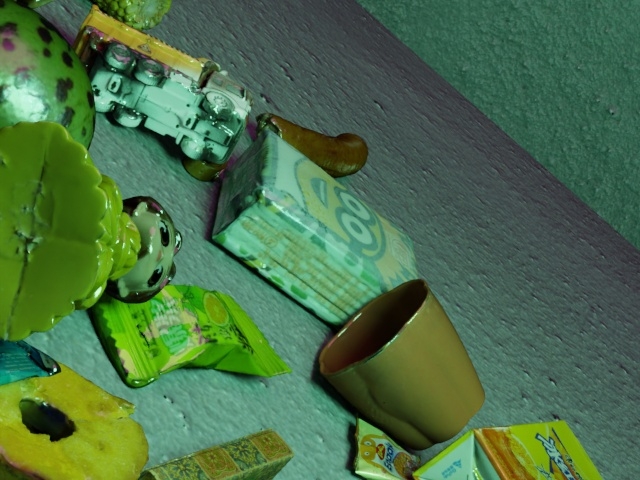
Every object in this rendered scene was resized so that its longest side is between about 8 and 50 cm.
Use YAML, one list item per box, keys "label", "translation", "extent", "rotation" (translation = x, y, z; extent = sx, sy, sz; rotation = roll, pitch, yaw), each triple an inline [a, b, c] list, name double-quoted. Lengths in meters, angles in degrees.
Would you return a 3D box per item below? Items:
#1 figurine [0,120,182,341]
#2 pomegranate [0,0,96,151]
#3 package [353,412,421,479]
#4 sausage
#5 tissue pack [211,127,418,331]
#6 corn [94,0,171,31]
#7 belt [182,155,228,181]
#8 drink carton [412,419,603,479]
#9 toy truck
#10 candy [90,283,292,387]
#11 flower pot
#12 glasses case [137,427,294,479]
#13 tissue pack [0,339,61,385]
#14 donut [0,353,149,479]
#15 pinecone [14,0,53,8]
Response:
- label: "figurine"
  translation: [-0.221, 0.002, 1.182]
  extent: [0.315, 0.168, 0.187]
  rotation: [16, 58, -75]
- label: "pomegranate"
  translation: [-0.373, -0.127, 1.202]
  extent: [0.242, 0.242, 0.306]
  rotation: [46, 32, 8]
- label: "package"
  translation: [0.086, 0.282, 1.491]
  extent: [0.121, 0.031, 0.108]
  rotation: [36, 23, -15]
- label: "sausage"
  translation: [-0.004, -0.158, 2.065]
  extent: [0.302, 0.076, 0.103]
  rotation: [9, 41, -54]
- label: "tissue pack"
  translation: [0.000, 0.000, 1.729]
  extent: [0.311, 0.128, 0.228]
  rotation: [37, 23, -18]
- label: "corn"
  translation: [-0.395, -0.514, 1.964]
  extent: [0.387, 0.144, 0.144]
  rotation: [45, 22, 8]
- label: "belt"
  translation: [-0.170, -0.118, 1.770]
  extent: [0.059, 0.036, 0.083]
  rotation: [45, 24, 2]
- label: "drink carton"
  translation: [0.268, 0.329, 1.566]
  extent: [0.351, 0.111, 0.154]
  rotation: [11, 44, -59]
- label: "toy truck"
  translation: [-0.234, -0.220, 1.706]
  extent: [0.270, 0.114, 0.135]
  rotation: [26, 33, -11]
- label: "candy"
  translation: [-0.149, 0.100, 1.374]
  extent: [0.246, 0.069, 0.149]
  rotation: [10, 41, -52]
- label: "flower pot"
  translation: [0.120, 0.172, 1.563]
  extent: [0.173, 0.191, 0.190]
  rotation: [49, 21, -13]
- label: "glasses case"
  translation: [-0.116, 0.238, 1.171]
  extent: [0.049, 0.075, 0.218]
  rotation: [48, 23, 19]
- label: "tissue pack"
  translation: [-0.297, 0.099, 1.017]
  extent: [0.085, 0.028, 0.138]
  rotation: [36, 19, 24]
- label: "donut"
  translation: [-0.252, 0.178, 1.049]
  extent: [0.190, 0.074, 0.174]
  rotation: [30, 24, -11]
- label: "pinecone"
  translation: [-0.463, -0.395, 1.387]
  extent: [0.398, 0.398, 0.397]
  rotation: [36, 23, -18]
